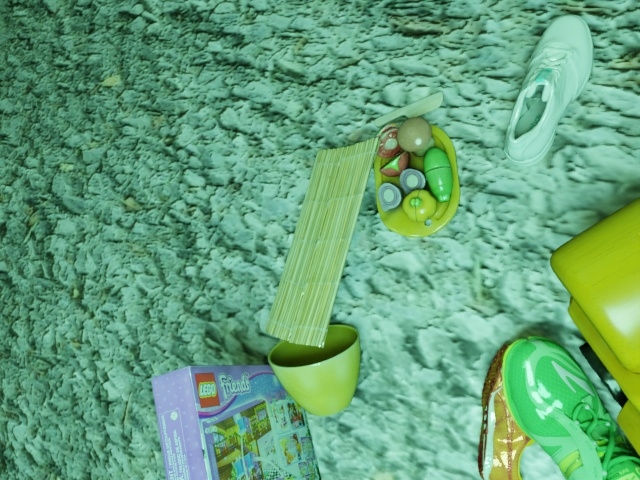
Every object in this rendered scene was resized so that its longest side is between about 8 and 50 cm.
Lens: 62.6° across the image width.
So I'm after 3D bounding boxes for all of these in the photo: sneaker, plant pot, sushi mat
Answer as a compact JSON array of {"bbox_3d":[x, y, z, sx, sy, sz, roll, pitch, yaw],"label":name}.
[{"bbox_3d":[0.306,0.238,0.573,0.109,0.123,0.296,-21,74,-11],"label":"sneaker"},{"bbox_3d":[0.001,0.192,0.756,0.134,0.134,0.095,-9,102,25],"label":"plant pot"},{"bbox_3d":[0.240,0.219,0.667,0.067,0.064,0.175,5,88,8],"label":"sneaker"},{"bbox_3d":[0.000,0.000,0.796,0.151,0.019,0.317,4,75,53],"label":"sushi mat"},{"bbox_3d":[0.298,-0.206,0.689,0.080,0.094,0.212,19,89,30],"label":"sneaker"}]

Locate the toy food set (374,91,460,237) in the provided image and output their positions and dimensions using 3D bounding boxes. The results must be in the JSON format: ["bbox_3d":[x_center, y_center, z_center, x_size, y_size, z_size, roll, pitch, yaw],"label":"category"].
[{"bbox_3d":[0.128,-0.116,0.771,0.128,0.071,0.218,-11,75,25],"label":"toy food set"}]

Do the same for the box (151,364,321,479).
[{"bbox_3d":[-0.091,0.266,0.683,0.057,0.293,0.201,-20,71,16],"label":"box"}]

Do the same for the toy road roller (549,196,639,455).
[{"bbox_3d":[0.348,0.101,0.473,0.202,0.329,0.240,-37,110,17],"label":"toy road roller"}]
